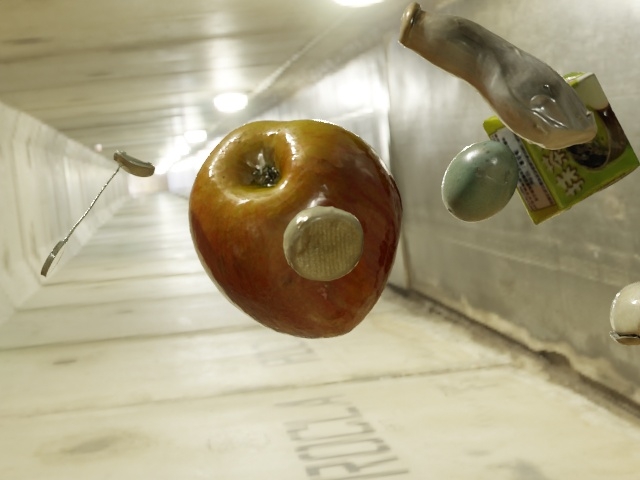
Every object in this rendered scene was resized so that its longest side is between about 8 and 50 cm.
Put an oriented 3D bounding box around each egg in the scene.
[{"bbox_3d":[0.385,-0.142,2.148,0.236,0.169,0.169,111,154,-53],"label":"egg"}]

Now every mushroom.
[{"bbox_3d":[0.496,0.117,1.284,0.154,0.154,0.122,-166,69,-83],"label":"mushroom"},{"bbox_3d":[0.267,-0.254,1.363,0.351,0.109,0.097,40,170,16],"label":"mushroom"}]

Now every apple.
[{"bbox_3d":[-0.043,-0.027,1.198,0.301,0.302,0.301,173,90,-83],"label":"apple"}]

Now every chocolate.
[{"bbox_3d":[0.599,-0.235,2.183,0.300,0.289,0.137,61,167,-2],"label":"chocolate"}]

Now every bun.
[{"bbox_3d":[0.000,0.000,0.935,0.055,0.086,0.086,-128,31,-62],"label":"bun"}]

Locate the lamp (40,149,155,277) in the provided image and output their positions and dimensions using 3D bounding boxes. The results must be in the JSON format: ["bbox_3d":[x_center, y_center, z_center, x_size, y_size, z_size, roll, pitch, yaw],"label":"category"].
[{"bbox_3d":[-0.284,-0.029,1.129,0.198,0.056,0.050,-61,7,-24],"label":"lamp"}]
